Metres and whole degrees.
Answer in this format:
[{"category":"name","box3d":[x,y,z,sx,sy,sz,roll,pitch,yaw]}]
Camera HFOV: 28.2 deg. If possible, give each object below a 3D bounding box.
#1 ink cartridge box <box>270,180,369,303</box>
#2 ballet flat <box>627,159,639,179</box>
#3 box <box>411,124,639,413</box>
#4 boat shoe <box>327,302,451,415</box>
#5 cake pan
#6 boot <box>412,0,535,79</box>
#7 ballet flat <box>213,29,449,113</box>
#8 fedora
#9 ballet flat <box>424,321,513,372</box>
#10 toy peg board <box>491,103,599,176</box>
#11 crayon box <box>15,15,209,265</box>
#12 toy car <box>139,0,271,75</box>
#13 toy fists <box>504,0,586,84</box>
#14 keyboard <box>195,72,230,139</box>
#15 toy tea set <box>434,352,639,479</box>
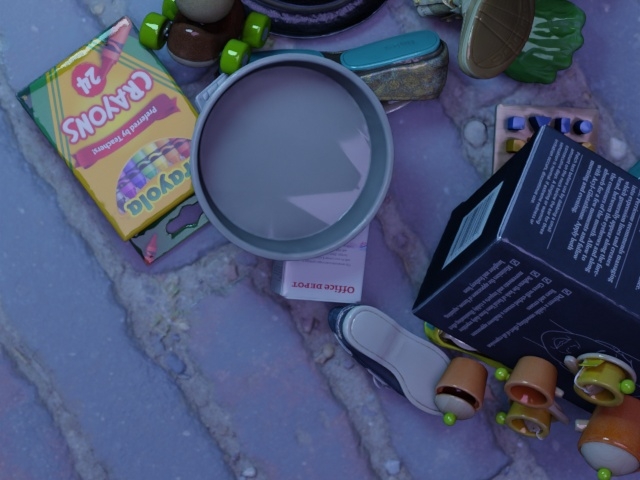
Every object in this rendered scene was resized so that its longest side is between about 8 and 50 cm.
[{"category":"ink cartridge box","box3d":[0.000,0.000,1.905,0.128,0.072,0.175,6,93,-18]},{"category":"ballet flat","box3d":[0.562,-0.145,1.964,0.079,0.077,0.221,38,95,-25]},{"category":"box","box3d":[0.384,0.068,1.815,0.396,0.293,0.212,30,60,-7]},{"category":"boat shoe","box3d":[0.111,0.180,1.929,0.254,0.079,0.095,35,78,-27]},{"category":"cake pan","box3d":[-0.042,-0.118,1.803,0.293,0.054,0.293,-2,101,-13]},{"category":"boot","box3d":[0.209,-0.333,1.828,0.095,0.203,0.261,27,71,-31]},{"category":"ballet flat","box3d":[0.021,-0.228,1.892,0.349,0.123,0.123,-9,94,-3]},{"category":"fedora","box3d":[-0.030,-0.450,1.845,0.334,0.152,0.333,0,94,-5]},{"category":"ballet flat","box3d":[0.271,0.160,1.948,0.231,0.077,0.077,15,94,-6]},{"category":"toy peg board","box3d":[0.349,-0.125,1.937,0.161,0.079,0.160,3,94,-6]},{"category":"crayon box","box3d":[-0.270,-0.143,1.879,0.202,0.081,0.318,-37,96,-2]},{"category":"toy car","box3d":[-0.156,-0.348,1.780,0.155,0.149,0.188,19,135,9]},{"category":"toy fists","box3d":[0.337,-0.374,1.915,0.142,0.096,0.279,13,94,2]},{"category":"keyboard","box3d":[-0.110,-0.121,1.861,0.072,0.014,0.256,-42,126,-28]},{"category":"toy tea set","box3d":[0.317,0.259,1.832,0.200,0.336,0.124,47,54,-34]}]
